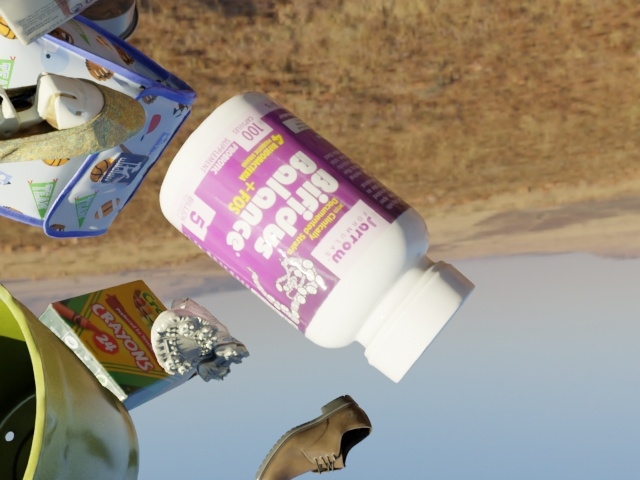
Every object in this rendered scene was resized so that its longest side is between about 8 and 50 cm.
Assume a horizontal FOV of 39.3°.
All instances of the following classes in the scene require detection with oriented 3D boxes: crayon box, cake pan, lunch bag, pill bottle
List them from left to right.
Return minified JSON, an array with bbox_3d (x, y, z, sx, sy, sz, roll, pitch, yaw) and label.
[{"bbox_3d":[-0.433,-0.195,1.465,0.385,0.328,0.239,26,-160,-39],"label":"lunch bag"},{"bbox_3d":[-0.470,-0.466,1.643,0.293,0.293,0.054,-3,144,-34],"label":"cake pan"},{"bbox_3d":[-0.332,0.179,1.569,0.081,0.202,0.318,-47,170,19],"label":"crayon box"},{"bbox_3d":[0.000,0.000,0.903,0.301,0.169,0.169,38,-174,10],"label":"pill bottle"}]

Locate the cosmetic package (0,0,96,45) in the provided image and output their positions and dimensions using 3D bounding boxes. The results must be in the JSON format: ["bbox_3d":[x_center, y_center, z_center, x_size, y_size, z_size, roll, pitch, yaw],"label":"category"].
[{"bbox_3d":[-0.367,-0.367,1.016,0.129,0.153,0.296,-35,172,-7],"label":"cosmetic package"}]

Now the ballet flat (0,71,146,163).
[{"bbox_3d":[-0.385,-0.161,1.153,0.348,0.123,0.123,-14,-178,-27],"label":"ballet flat"}]

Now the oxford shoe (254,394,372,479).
[{"bbox_3d":[-0.009,0.356,1.507,0.227,0.083,0.096,-35,-130,-16],"label":"oxford shoe"}]

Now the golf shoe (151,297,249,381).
[{"bbox_3d":[-0.143,0.094,0.941,0.069,0.086,0.176,-40,157,-3],"label":"golf shoe"}]

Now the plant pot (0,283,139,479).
[{"bbox_3d":[-0.387,0.242,1.019,0.366,0.366,0.353,-6,159,13],"label":"plant pot"}]
